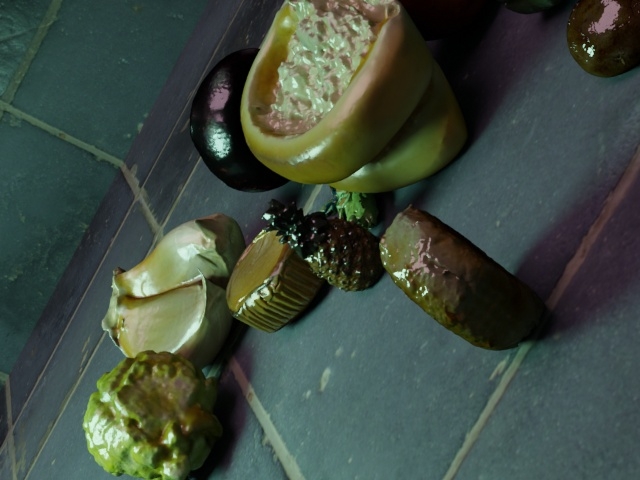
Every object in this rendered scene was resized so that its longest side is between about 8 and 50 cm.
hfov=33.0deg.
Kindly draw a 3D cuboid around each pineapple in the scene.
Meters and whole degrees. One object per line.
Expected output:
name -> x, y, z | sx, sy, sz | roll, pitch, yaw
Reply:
pineapple -> 0.000, 0.000, 1.596 | 0.108, 0.198, 0.108 | -43, 30, 32

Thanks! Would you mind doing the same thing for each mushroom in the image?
mushroom -> 0.353, -0.254, 1.286 | 0.127, 0.087, 0.127 | -9, 78, 52

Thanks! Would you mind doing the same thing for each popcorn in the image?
popcorn -> -0.282, 0.319, 1.856 | 0.212, 0.259, 0.259 | 106, 175, -56

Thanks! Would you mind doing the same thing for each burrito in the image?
burrito -> 0.036, -0.083, 1.776 | 0.104, 0.054, 0.288 | -42, 29, 17

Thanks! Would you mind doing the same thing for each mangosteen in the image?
mangosteen -> -0.093, -0.217, 2.004 | 0.233, 0.288, 0.287 | 97, -170, -68

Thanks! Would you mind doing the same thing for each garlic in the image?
garlic -> -0.257, 0.099, 2.028 | 0.313, 0.249, 0.286 | -24, 24, 29

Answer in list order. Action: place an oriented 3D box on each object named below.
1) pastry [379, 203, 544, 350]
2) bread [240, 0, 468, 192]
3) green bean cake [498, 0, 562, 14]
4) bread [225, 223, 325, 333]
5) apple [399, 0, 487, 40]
pastry -> 0.152, 0.045, 1.231 | 0.093, 0.192, 0.182 | -53, 31, 9
bread -> 0.044, -0.244, 1.662 | 0.424, 0.245, 0.328 | 32, 110, 60
green bean cake -> 0.275, -0.438, 1.464 | 0.125, 0.223, 0.227 | -2, 62, 53
bread -> -0.065, 0.058, 1.795 | 0.199, 0.104, 0.199 | -46, 25, 29
apple -> 0.154, -0.419, 1.679 | 0.230, 0.230, 0.230 | -47, 28, 34
